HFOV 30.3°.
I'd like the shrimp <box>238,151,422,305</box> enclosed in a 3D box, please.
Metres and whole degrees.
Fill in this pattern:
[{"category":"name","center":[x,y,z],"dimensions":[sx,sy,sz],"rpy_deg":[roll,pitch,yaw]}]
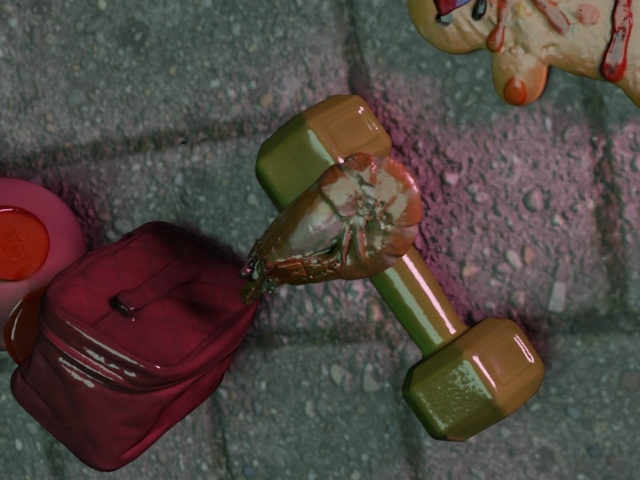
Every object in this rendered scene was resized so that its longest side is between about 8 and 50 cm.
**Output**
[{"category":"shrimp","center":[0.000,0.000,0.927],"dimensions":[0.184,0.043,0.091],"rpy_deg":[-30,92,25]}]

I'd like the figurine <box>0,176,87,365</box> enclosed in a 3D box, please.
[{"category":"figurine","center":[-0.305,0.020,1.115],"dimensions":[0.173,0.173,0.173],"rpy_deg":[5,103,22]}]

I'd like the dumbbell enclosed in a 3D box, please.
[{"category":"dumbbell","center":[0.063,0.023,0.989],"dimensions":[0.302,0.121,0.108],"rpy_deg":[56,144,3]}]

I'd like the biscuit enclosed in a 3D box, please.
[{"category":"biscuit","center":[0.180,-0.180,0.940],"dimensions":[0.234,0.030,0.153],"rpy_deg":[14,104,19]}]

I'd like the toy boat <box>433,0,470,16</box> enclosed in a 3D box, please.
[{"category":"toy boat","center":[0.060,-0.361,0.898],"dimensions":[0.079,0.136,0.392],"rpy_deg":[-19,82,-4]}]

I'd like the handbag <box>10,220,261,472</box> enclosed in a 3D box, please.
[{"category":"handbag","center":[-0.156,0.083,1.030],"dimensions":[0.146,0.225,0.135],"rpy_deg":[34,121,12]}]
